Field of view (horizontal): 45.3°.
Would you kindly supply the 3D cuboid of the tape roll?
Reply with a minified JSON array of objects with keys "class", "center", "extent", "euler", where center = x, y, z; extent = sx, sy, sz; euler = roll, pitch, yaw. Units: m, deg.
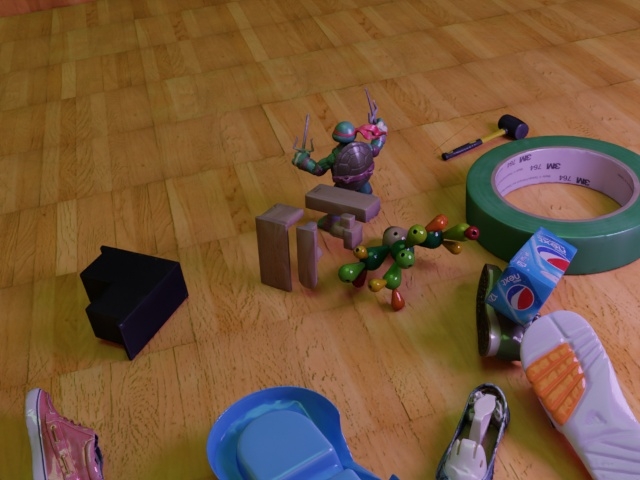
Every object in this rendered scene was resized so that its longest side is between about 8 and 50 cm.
[{"class":"tape roll","center":[0.410,-0.069,1.303],"extent":[0.321,0.077,0.321],"euler":[-4,36,3]}]

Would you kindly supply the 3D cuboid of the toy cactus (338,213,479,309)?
[{"class":"toy cactus","center":[0.135,0.018,1.216],"extent":[0.219,0.112,0.180],"euler":[-30,13,4]}]

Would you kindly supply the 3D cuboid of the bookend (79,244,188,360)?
[{"class":"bookend","center":[-0.318,0.092,1.199],"extent":[0.156,0.072,0.157],"euler":[10,40,23]}]

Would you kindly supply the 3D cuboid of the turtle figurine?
[{"class":"turtle figurine","center":[0.041,-0.132,1.312],"extent":[0.175,0.234,0.118],"euler":[-11,36,-7]}]

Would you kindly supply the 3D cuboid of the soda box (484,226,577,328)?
[{"class":"soda box","center":[0.301,0.047,1.082],"extent":[0.067,0.071,0.210],"euler":[34,26,15]}]

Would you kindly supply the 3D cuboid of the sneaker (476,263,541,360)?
[{"class":"sneaker","center":[0.273,0.108,1.103],"extent":[0.086,0.064,0.192],"euler":[13,33,2]}]

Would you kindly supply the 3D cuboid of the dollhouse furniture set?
[{"class":"dollhouse furniture set","center":[0.000,0.000,1.246],"extent":[0.144,0.123,0.151],"euler":[15,34,27]}]

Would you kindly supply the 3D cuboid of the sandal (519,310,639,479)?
[{"class":"sandal","center":[0.327,0.214,0.942],"extent":[0.102,0.076,0.265],"euler":[-22,57,3]}]

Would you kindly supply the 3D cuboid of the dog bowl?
[{"class":"dog bowl","center":[-0.013,0.292,0.879],"extent":[0.166,0.074,0.297],"euler":[-24,39,-23]}]

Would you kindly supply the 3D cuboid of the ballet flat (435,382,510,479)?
[{"class":"ballet flat","center":[0.181,0.245,0.921],"extent":[0.070,0.070,0.188],"euler":[9,39,20]}]

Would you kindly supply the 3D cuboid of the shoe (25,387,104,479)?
[{"class":"shoe","center":[-0.329,0.256,0.991],"extent":[0.081,0.063,0.178],"euler":[-15,42,-14]}]

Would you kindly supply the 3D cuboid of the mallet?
[{"class":"mallet","center":[0.330,-0.197,1.528],"extent":[0.190,0.039,0.062],"euler":[-29,38,-21]}]
